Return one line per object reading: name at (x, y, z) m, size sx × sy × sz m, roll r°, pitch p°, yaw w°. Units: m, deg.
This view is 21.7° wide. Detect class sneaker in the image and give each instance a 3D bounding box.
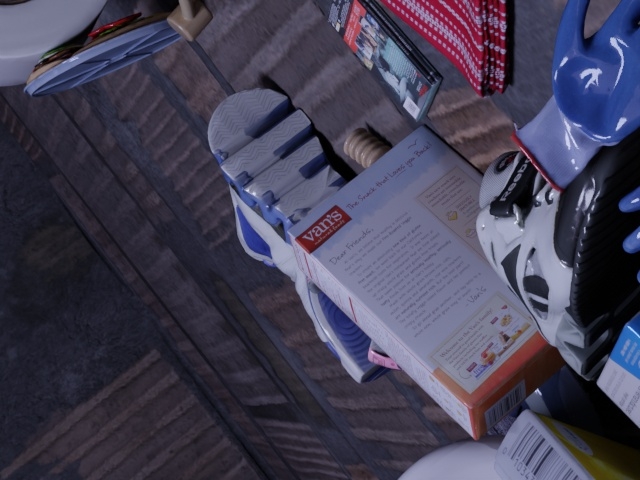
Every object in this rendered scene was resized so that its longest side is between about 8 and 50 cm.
sneaker at (-0.001, -0.001, 1.735) m, size 0.315 × 0.127 × 0.182 m, roll 56°, pitch 170°, yaw 12°
sneaker at (0.120, 0.101, 1.553) m, size 0.319 × 0.131 × 0.112 m, roll 45°, pitch 165°, yaw 22°
sneaker at (0.164, -0.018, 1.147) m, size 0.146 × 0.122 × 0.330 m, roll 44°, pitch 164°, yaw 20°

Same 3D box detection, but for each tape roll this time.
tape roll at (-0.344, -0.298, 1.788) m, size 0.246 × 0.246 × 0.169 m, roll 53°, pitch 166°, yaw -4°

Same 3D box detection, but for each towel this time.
towel at (0.055, -0.231, 1.153) m, size 0.199 × 0.031 × 0.275 m, roll 45°, pitch 165°, yaw 27°

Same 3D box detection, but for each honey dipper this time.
honey dipper at (0.086, -0.049, 1.512) m, size 0.160 × 0.030 × 0.030 m, roll 39°, pitch 161°, yaw 29°

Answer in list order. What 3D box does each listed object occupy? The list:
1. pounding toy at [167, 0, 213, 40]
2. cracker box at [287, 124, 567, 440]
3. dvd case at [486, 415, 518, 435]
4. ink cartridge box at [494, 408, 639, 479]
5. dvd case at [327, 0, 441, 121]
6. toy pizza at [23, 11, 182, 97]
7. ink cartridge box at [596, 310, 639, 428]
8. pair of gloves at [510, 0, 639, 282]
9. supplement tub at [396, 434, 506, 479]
pounding toy at (-0.150, -0.286, 1.545) m, size 0.181 × 0.094 × 0.206 m, roll 27°, pitch 161°, yaw 48°
cracker box at (0.106, 0.030, 1.378) m, size 0.232 × 0.155 × 0.067 m, roll 44°, pitch 165°, yaw 29°
dvd case at (0.237, 0.229, 1.733) m, size 0.164 × 0.018 × 0.221 m, roll 53°, pitch 166°, yaw -2°
ink cartridge box at (0.319, 0.260, 1.235) m, size 0.307 × 0.072 × 0.303 m, roll 19°, pitch -166°, yaw -29°
dvd case at (0.051, -0.158, 1.376) m, size 0.119 × 0.013 × 0.087 m, roll 50°, pitch 166°, yaw 10°
toy pizza at (-0.220, -0.202, 1.739) m, size 0.032 × 0.201 × 0.201 m, roll 66°, pitch 165°, yaw -2°
ink cartridge box at (0.299, 0.126, 1.152) m, size 0.203 × 0.086 × 0.148 m, roll 47°, pitch 166°, yaw 17°
pair of gloves at (0.197, -0.059, 0.944) m, size 0.198 × 0.023 × 0.159 m, roll 50°, pitch 129°, yaw 14°
supplement tub at (0.171, 0.295, 1.508) m, size 0.228 × 0.228 × 0.316 m, roll 48°, pitch -178°, yaw 14°
